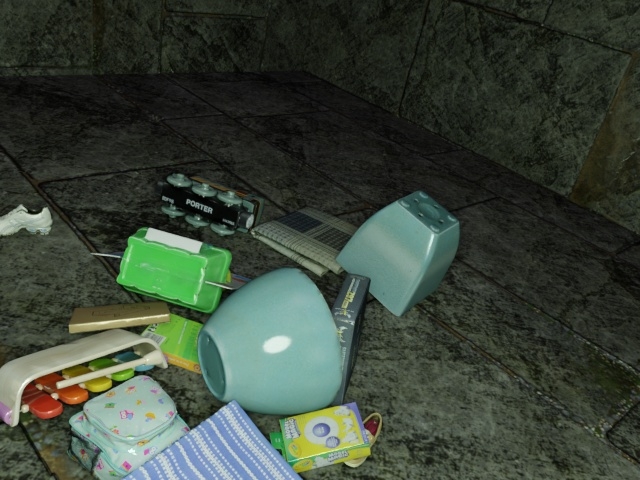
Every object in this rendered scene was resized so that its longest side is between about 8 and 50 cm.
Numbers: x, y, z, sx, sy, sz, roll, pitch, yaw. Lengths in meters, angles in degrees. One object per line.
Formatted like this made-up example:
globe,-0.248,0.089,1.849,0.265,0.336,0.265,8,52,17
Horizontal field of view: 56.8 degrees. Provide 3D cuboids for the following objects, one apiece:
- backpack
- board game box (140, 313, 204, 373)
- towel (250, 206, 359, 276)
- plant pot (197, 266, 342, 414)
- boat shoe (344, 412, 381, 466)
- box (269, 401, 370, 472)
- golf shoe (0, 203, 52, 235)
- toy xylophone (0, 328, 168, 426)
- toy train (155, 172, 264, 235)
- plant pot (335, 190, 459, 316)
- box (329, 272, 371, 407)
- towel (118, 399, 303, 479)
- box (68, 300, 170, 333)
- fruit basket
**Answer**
backpack,-0.313,0.337,1.008,0.188,0.144,0.166,37,32,23
board game box,-0.263,0.238,1.310,0.259,0.039,0.124,15,29,9
towel,0.000,0.000,1.841,0.324,0.056,0.312,25,28,25
plant pot,-0.121,0.210,1.137,0.195,0.290,0.290,-12,37,-32
boat shoe,0.084,0.390,1.172,0.050,0.045,0.135,22,30,17
box,-0.005,0.376,1.128,0.179,0.043,0.105,-13,33,-6
golf shoe,-0.806,-0.062,1.566,0.176,0.086,0.069,-5,35,-26
toy xylophone,-0.435,0.246,1.102,0.323,0.081,0.236,-12,13,-37
toy train,-0.336,-0.117,1.822,0.334,0.142,0.190,20,17,16
plant pot,0.244,0.009,1.649,0.248,0.252,0.247,43,37,19
box,0.051,0.214,1.276,0.059,0.232,0.183,12,28,11
towel,-0.171,0.408,0.898,0.243,0.040,0.336,44,37,17
box,-0.437,0.163,1.298,0.201,0.021,0.164,-5,7,-18
fruit basket,-0.325,0.057,1.439,0.327,0.165,0.353,15,6,6
